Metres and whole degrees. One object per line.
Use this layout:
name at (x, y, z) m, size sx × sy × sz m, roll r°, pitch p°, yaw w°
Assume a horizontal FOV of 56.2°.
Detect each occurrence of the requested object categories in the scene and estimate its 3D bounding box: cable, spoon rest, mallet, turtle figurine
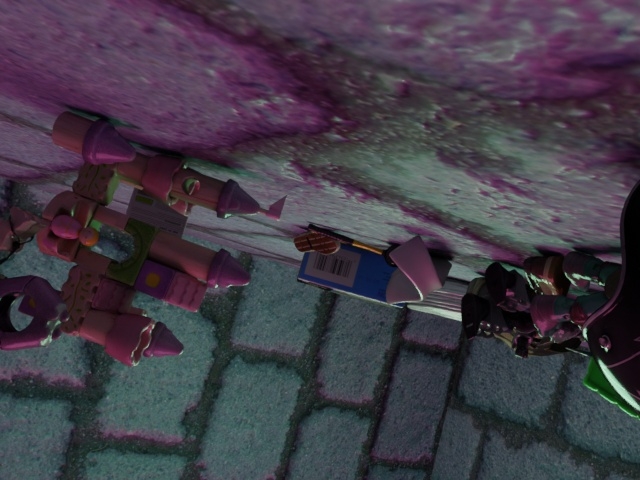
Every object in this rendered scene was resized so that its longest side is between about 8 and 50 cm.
cable at (0.344, 0.154, 1.492) m, size 0.257 × 0.089 × 0.257 m, roll 19°, pitch 173°, yaw -33°
spoon rest at (0.167, 0.066, 1.027) m, size 0.084 × 0.137 × 0.276 m, roll 59°, pitch -177°, yaw 16°
mallet at (0.067, 0.005, 1.091) m, size 0.189 × 0.039 × 0.062 m, roll 19°, pitch 173°, yaw -2°
turtle figurine at (0.337, 0.065, 0.602) m, size 0.175 × 0.118 × 0.234 m, roll -27°, pitch -164°, yaw -25°

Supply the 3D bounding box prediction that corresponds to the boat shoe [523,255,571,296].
boat shoe at (0.311, 0.050, 0.819) m, size 0.049 × 0.056 × 0.152 m, roll 17°, pitch 166°, yaw 32°

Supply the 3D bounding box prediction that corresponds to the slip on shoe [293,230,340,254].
slip on shoe at (0.000, 0.000, 1.184) m, size 0.041 × 0.051 × 0.135 m, roll -28°, pitch -169°, yaw -33°

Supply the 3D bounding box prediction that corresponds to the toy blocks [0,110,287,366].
toy blocks at (-0.215, 0.023, 0.762) m, size 0.260 × 0.289 × 0.309 m, roll 21°, pitch 172°, yaw 2°

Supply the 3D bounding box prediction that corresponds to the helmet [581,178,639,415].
helmet at (0.248, 0.043, 0.346) m, size 0.169 × 0.162 × 0.169 m, roll 15°, pitch 174°, yaw 2°

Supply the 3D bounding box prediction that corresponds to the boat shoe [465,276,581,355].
boat shoe at (0.442, 0.172, 1.221) m, size 0.355 × 0.132 × 0.130 m, roll 18°, pitch 174°, yaw -33°

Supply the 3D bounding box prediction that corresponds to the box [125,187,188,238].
box at (-0.333, -0.052, 1.215) m, size 0.114 × 0.103 × 0.203 m, roll 18°, pitch 174°, yaw -19°

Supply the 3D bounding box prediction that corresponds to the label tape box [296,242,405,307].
label tape box at (0.071, 0.082, 1.438) m, size 0.240 × 0.106 × 0.334 m, roll 16°, pitch 174°, yaw -1°

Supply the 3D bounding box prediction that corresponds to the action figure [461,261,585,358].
action figure at (0.372, 0.136, 1.020) m, size 0.285 × 0.099 × 0.185 m, roll 18°, pitch 133°, yaw -27°

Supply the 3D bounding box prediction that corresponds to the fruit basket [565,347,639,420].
fruit basket at (0.704, 0.271, 1.123) m, size 0.353 × 0.165 × 0.327 m, roll 7°, pitch -170°, yaw -16°
